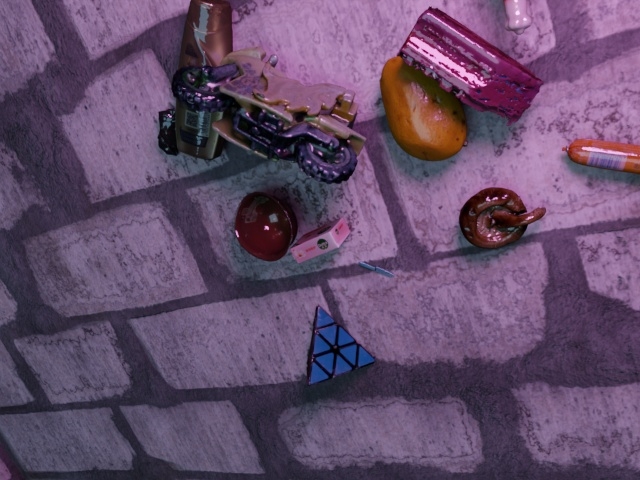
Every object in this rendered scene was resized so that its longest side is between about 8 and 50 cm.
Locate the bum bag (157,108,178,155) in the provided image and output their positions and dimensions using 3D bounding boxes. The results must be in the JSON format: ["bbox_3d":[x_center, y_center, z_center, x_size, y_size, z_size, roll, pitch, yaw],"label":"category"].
[{"bbox_3d":[-0.375,-0.267,1.443,0.057,0.034,0.124,17,122,4],"label":"bum bag"}]

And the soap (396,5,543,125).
[{"bbox_3d":[0.276,-0.314,1.064,0.250,0.162,0.099,35,118,2],"label":"soap"}]

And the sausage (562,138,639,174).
[{"bbox_3d":[0.622,-0.140,1.059,0.347,0.053,0.053,11,119,19],"label":"sausage"}]

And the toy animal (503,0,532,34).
[{"bbox_3d":[0.322,-0.500,0.963,0.138,0.140,0.282,-24,101,40],"label":"toy animal"}]

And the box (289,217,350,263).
[{"bbox_3d":[0.000,0.000,1.383,0.125,0.089,0.043,-23,104,30],"label":"box"}]

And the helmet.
[{"bbox_3d":[-0.108,-0.035,1.394,0.175,0.106,0.155,37,114,27],"label":"helmet"}]

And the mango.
[{"bbox_3d":[0.194,-0.257,1.154,0.147,0.109,0.227,-32,98,35],"label":"mango"}]

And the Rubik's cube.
[{"bbox_3d":[0.051,0.311,1.548,0.178,0.211,0.190,11,154,-4],"label":"Rubik's cube"}]

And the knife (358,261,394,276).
[{"bbox_3d":[0.135,0.068,1.407,0.091,0.005,0.014,22,123,12],"label":"knife"}]

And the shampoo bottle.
[{"bbox_3d":[-0.261,-0.361,1.317,0.125,0.084,0.350,17,120,12],"label":"shampoo bottle"}]

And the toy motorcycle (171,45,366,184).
[{"bbox_3d":[-0.091,-0.267,1.205,0.410,0.237,0.169,31,138,4],"label":"toy motorcycle"}]

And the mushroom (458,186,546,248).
[{"bbox_3d":[0.373,-0.049,1.201,0.170,0.080,0.135,-5,125,25],"label":"mushroom"}]
